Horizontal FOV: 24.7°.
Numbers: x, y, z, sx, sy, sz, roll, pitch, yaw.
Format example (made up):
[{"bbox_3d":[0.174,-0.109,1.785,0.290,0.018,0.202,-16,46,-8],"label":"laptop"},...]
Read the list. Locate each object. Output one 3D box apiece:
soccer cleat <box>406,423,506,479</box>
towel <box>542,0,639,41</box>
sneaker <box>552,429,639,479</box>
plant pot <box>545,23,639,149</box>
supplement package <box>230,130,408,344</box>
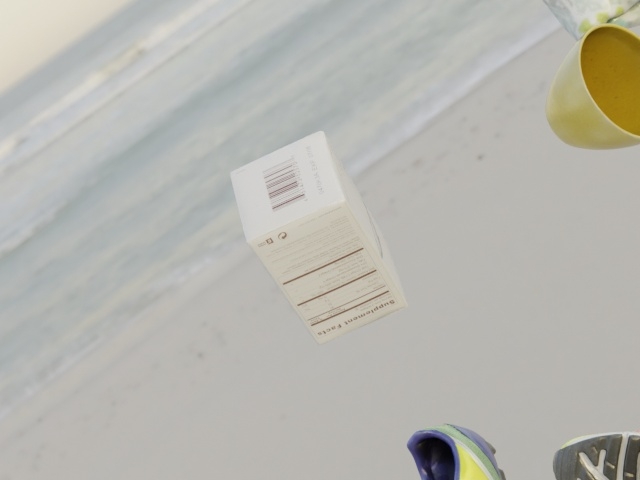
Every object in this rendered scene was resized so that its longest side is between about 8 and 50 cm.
[{"bbox_3d":[0.173,0.324,1.583,0.093,0.121,0.289,-48,45,27],"label":"soccer cleat"},{"bbox_3d":[0.371,-0.412,1.681,0.374,0.320,0.090,-27,-33,-10],"label":"towel"},{"bbox_3d":[0.296,0.189,1.220,0.209,0.081,0.094,3,13,0],"label":"sneaker"},{"bbox_3d":[0.296,-0.149,1.550,0.134,0.134,0.095,-45,6,-39],"label":"plant pot"},{"bbox_3d":[0.000,0.000,1.447,0.105,0.179,0.105,-24,46,7],"label":"supplement package"}]
